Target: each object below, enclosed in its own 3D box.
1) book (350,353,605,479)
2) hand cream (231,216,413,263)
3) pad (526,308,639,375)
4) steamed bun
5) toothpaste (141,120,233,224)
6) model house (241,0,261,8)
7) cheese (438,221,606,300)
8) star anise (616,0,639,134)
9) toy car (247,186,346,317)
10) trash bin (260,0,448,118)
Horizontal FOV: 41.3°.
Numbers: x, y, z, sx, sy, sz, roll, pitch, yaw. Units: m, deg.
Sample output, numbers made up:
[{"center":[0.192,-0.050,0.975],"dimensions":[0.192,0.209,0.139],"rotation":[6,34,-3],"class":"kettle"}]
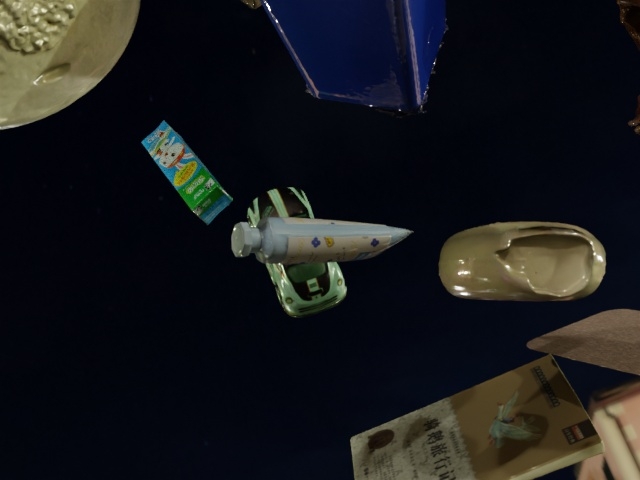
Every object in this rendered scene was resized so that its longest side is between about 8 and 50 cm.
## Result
[{"center":[0.187,0.264,1.103],"dimensions":[0.310,0.217,0.021],"rotation":[-25,-71,7],"class":"book"},{"center":[0.000,0.000,0.796],"dimensions":[0.171,0.043,0.065],"rotation":[0,-18,-29],"class":"hand cream"},{"center":[0.396,0.123,1.050],"dimensions":[0.176,0.266,0.002],"rotation":[-17,-81,-23],"class":"pad"},{"center":[-0.275,-0.174,0.646],"dimensions":[0.250,0.200,0.155],"rotation":[-24,-56,-44],"class":"steamed bun"},{"center":[-0.244,-0.128,1.528],"dimensions":[0.065,0.266,0.050],"rotation":[-42,-46,0],"class":"toothpaste"},{"center":[-0.052,-0.365,1.033],"dimensions":[0.204,0.211,0.243],"rotation":[-1,-56,50],"class":"model house"},{"center":[0.206,0.030,0.981],"dimensions":[0.163,0.082,0.286],"rotation":[3,-5,-7],"class":"cheese"},{"center":[0.312,-0.099,0.565],"dimensions":[0.237,0.346,0.148],"rotation":[-34,10,-29],"class":"star anise"},{"center":[-0.055,0.005,1.732],"dimensions":[0.136,0.306,0.125],"rotation":[-19,-29,-8],"class":"toy car"},{"center":[0.041,-0.219,0.702],"dimensions":[0.184,0.162,0.234],"rotation":[12,-23,19],"class":"trash bin"}]
